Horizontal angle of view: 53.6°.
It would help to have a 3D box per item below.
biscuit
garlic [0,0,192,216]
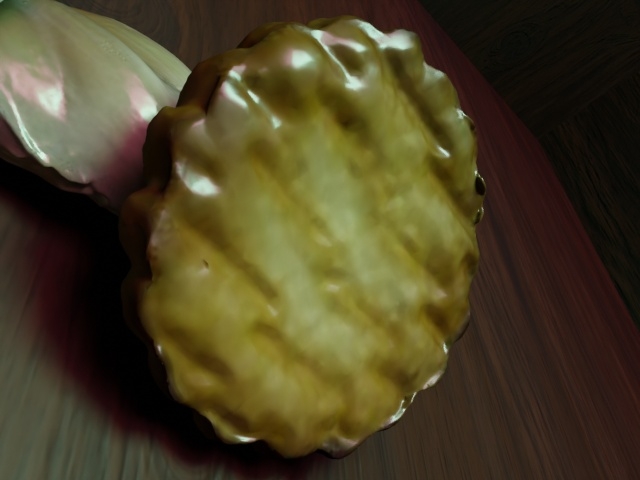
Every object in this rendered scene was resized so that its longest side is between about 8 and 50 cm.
[{"bbox_3d":[0.000,0.000,0.483,0.326,0.107,0.325,-6,100,-39],"label":"biscuit"},{"bbox_3d":[-0.157,-0.102,0.491,0.228,0.110,0.217,50,23,-9],"label":"garlic"}]
